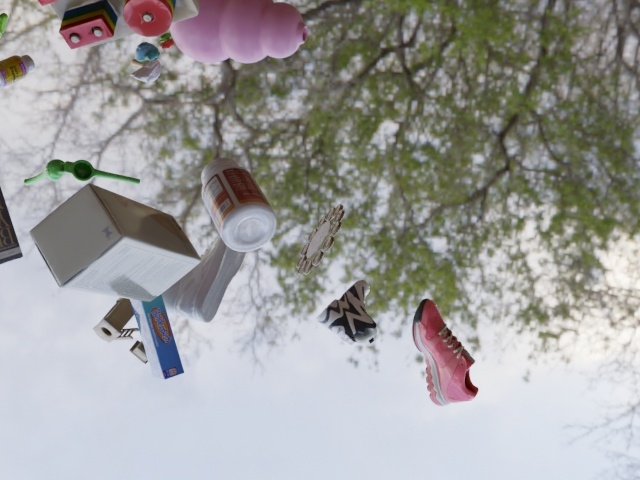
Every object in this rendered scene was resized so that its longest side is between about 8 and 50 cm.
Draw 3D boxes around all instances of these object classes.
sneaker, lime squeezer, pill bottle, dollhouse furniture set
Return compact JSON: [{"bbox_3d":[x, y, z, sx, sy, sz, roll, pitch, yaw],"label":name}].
[{"bbox_3d":[0.104,0.210,2.244,0.153,0.094,0.235,47,-151,7],"label":"sneaker"},{"bbox_3d":[-0.620,-0.161,2.068,0.310,0.110,0.059,-1,-125,7],"label":"lime squeezer"},{"bbox_3d":[-0.290,0.058,1.949,0.169,0.108,0.292,6,-132,24],"label":"sneaker"},{"bbox_3d":[-0.551,-0.303,1.461,0.043,0.043,0.083,17,-141,28],"label":"pill bottle"},{"bbox_3d":[-0.471,0.209,2.153,0.101,0.161,0.182,-33,-162,50],"label":"dollhouse furniture set"},{"bbox_3d":[-0.180,-0.083,1.735,0.121,0.121,0.216,-10,-141,-20],"label":"pill bottle"},{"bbox_3d":[0.342,0.293,2.181,0.136,0.314,0.116,-7,-161,33],"label":"sneaker"}]

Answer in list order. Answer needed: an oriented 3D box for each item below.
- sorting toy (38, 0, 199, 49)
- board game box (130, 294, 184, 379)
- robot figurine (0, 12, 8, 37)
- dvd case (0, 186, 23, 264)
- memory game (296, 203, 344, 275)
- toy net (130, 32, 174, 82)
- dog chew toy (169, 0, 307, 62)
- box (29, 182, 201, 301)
[{"bbox_3d":[-0.385,-0.458,1.458,0.255,0.257,0.089,-12,-131,14],"label":"sorting toy"},{"bbox_3d":[-0.354,0.186,1.745,0.047,0.210,0.160,-17,180,-21],"label":"board game box"},{"bbox_3d":[-0.683,-0.446,1.657,0.101,0.115,0.067,-5,166,-40],"label":"robot figurine"},{"bbox_3d":[-0.636,-0.055,1.489,0.018,0.221,0.164,-12,-173,26],"label":"dvd case"},{"bbox_3d":[0.000,0.000,1.848,0.012,0.186,0.186,31,-157,-15],"label":"memory game"},{"bbox_3d":[-0.436,-0.469,2.152,0.122,0.045,0.232,-17,-141,4],"label":"toy net"},{"bbox_3d":[-0.192,-0.518,1.972,0.332,0.206,0.206,13,-151,15],"label":"dog chew toy"},{"bbox_3d":[-0.355,0.013,1.468,0.121,0.148,0.311,55,-174,16],"label":"box"}]
